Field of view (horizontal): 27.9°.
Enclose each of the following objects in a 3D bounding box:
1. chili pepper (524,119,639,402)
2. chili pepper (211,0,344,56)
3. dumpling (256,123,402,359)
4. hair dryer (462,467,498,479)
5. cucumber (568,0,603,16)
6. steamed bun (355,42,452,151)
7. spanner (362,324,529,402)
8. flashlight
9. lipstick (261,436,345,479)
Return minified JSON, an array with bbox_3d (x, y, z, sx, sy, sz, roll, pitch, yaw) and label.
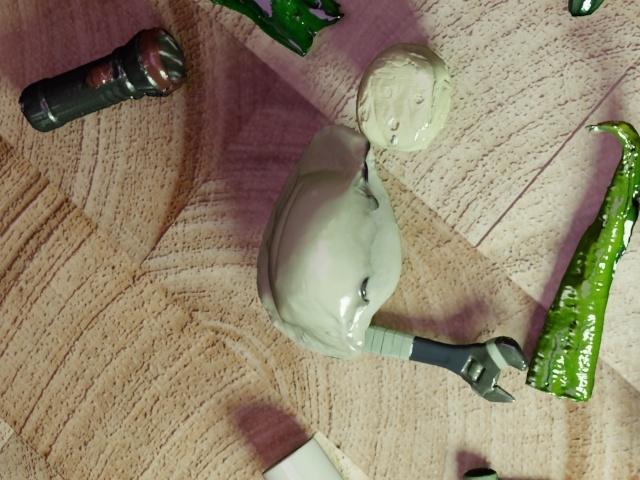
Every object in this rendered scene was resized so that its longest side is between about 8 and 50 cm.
[{"bbox_3d":[0.322,0.025,1.539,0.085,0.076,0.359,14,109,12],"label":"chili pepper"},{"bbox_3d":[-0.076,-0.315,1.631,0.224,0.061,0.098,29,100,14],"label":"chili pepper"},{"bbox_3d":[0.004,0.003,1.619,0.227,0.175,0.243,9,65,52],"label":"dumpling"},{"bbox_3d":[0.257,0.324,1.629,0.150,0.047,0.071,-6,96,13],"label":"hair dryer"},{"bbox_3d":[0.321,-0.307,1.501,0.048,0.048,0.105,27,106,13],"label":"cucumber"},{"bbox_3d":[0.103,-0.176,1.574,0.112,0.091,0.130,17,103,18],"label":"steamed bun"},{"bbox_3d":[0.112,0.142,1.643,0.316,0.024,0.087,10,113,24],"label":"spanner"},{"bbox_3d":[-0.294,-0.209,1.709,0.232,0.093,0.093,-17,93,21],"label":"flashlight"},{"bbox_3d":[0.051,0.415,1.687,0.087,0.087,0.327,-37,86,20],"label":"lipstick"}]
